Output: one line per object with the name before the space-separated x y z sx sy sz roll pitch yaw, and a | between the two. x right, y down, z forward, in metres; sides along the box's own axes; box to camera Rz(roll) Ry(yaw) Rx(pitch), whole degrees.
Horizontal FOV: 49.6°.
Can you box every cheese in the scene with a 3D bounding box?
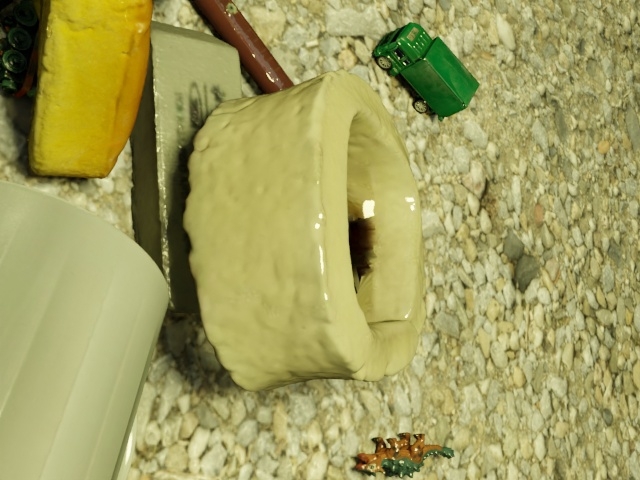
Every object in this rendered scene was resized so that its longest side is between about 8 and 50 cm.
cheese | 0.004 0.001 0.729 0.292 0.153 0.332 45 43 -51

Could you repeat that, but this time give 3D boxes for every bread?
bread | -0.218 -0.164 0.642 0.094 0.245 0.102 -4 44 -31

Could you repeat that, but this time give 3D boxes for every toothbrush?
toothbrush | -0.136 -0.299 0.847 0.364 0.041 0.041 53 54 -8

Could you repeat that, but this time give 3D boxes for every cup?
cup | -0.251 0.174 0.513 0.322 0.237 0.326 67 26 -51

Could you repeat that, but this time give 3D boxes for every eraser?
eraser | -0.144 -0.091 0.765 0.111 0.077 0.352 2 77 -35

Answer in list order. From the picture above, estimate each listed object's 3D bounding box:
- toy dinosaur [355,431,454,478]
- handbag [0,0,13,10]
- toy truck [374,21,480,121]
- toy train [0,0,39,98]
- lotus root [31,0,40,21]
toy dinosaur | 0.108 0.270 0.870 0.154 0.049 0.055 5 73 -30
handbag | -0.419 -0.209 0.591 0.211 0.089 0.254 44 53 -31
toy truck | 0.152 -0.250 1.020 0.147 0.079 0.065 43 57 -17
toy train | -0.294 -0.191 0.706 0.064 0.044 0.103 22 65 -41
lotus root | -0.299 -0.325 0.619 0.314 0.141 0.169 55 39 -30
